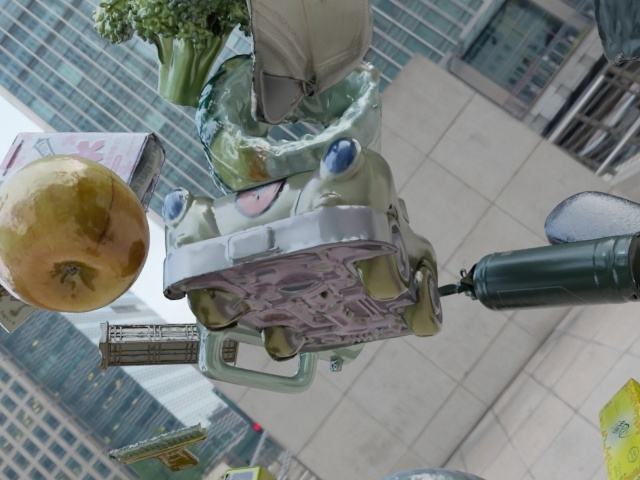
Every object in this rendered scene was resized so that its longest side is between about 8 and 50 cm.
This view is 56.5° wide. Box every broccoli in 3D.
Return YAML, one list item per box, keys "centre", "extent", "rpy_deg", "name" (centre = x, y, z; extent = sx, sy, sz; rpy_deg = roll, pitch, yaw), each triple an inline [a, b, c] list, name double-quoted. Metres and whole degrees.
- centre: [-0.216, -0.359, 0.911]
  extent: [0.260, 0.235, 0.288]
  rpy_deg: [-45, -4, 27]
  name: "broccoli"

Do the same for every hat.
- centre: [-0.038, -0.253, 0.605]
  extent: [0.161, 0.232, 0.275]
  rpy_deg: [-28, -1, 19]
  name: "hat"

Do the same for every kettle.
- centre: [-0.081, 0.151, 1.202]
  extent: [0.205, 0.317, 0.265]
  rpy_deg: [25, 98, 66]
  name: "kettle"

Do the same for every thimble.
- centre: [-0.037, -0.168, 0.904]
  extent: [0.288, 0.254, 0.167]
  rpy_deg: [-22, -28, -13]
  name: "thimble"

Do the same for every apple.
- centre: [-0.440, -0.006, 1.054]
  extent: [0.285, 0.233, 0.286]
  rpy_deg: [-16, -41, -14]
  name: "apple"

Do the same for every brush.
- centre: [-0.149, 0.216, 0.603]
  extent: [0.082, 0.010, 0.218]
  rpy_deg: [-14, -24, -10]
  name: "brush"

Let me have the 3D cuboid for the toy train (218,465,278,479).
- centre: [-0.130, 0.364, 0.764]
  extent: [0.219, 0.089, 0.127]
  rpy_deg: [-16, 39, 23]
  name: "toy train"

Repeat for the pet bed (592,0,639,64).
- centre: [0.254, -0.195, 0.360]
  extent: [0.211, 0.159, 0.183]
  rpy_deg: [-69, -9, -72]
  name: "pet bed"

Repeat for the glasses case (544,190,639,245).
- centre: [0.485, 0.016, 0.899]
  extent: [0.122, 0.321, 0.082]
  rpy_deg: [-40, -52, -8]
  name: "glasses case"

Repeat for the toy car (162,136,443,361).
- centre: [0.000, 0.000, 0.697]
  extent: [0.242, 0.226, 0.336]
  rpy_deg: [-14, -28, 19]
  name: "toy car"

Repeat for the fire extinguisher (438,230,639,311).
- centre: [0.325, 0.057, 0.895]
  extent: [0.114, 0.096, 0.311]
  rpy_deg: [-16, 2, -40]
  name: "fire extinguisher"

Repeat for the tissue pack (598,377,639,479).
- centre: [0.340, 0.217, 0.590]
  extent: [0.062, 0.095, 0.176]
  rpy_deg: [-59, -13, 21]
  name: "tissue pack"

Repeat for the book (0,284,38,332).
- centre: [-0.630, 0.061, 1.284]
  extent: [0.022, 0.162, 0.232]
  rpy_deg: [-5, 36, 46]
  name: "book"

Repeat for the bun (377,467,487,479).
- centre: [0.241, 0.624, 1.245]
  extent: [0.362, 0.361, 0.211]
  rpy_deg: [-59, 26, 32]
  name: "bun"

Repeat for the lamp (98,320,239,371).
- centre: [-0.364, 0.252, 1.441]
  extent: [0.090, 0.325, 0.089]
  rpy_deg: [-119, 35, -57]
  name: "lamp"

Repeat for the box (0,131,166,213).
- centre: [-0.555, -0.160, 1.392]
  extent: [0.112, 0.369, 0.190]
  rpy_deg: [72, -154, -59]
  name: "box"
